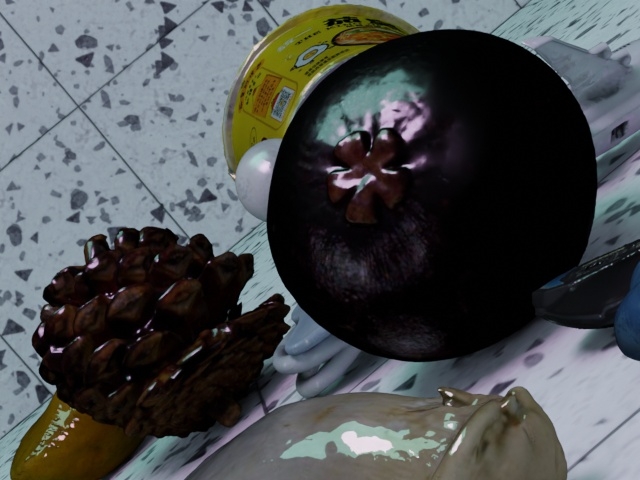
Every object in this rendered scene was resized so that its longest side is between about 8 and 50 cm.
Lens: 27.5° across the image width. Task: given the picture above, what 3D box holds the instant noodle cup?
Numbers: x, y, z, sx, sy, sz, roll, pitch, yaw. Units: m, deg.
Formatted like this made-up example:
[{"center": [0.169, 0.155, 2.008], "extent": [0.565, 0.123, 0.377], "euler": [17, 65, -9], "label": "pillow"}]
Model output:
[{"center": [0.055, -0.122, 1.605], "extent": [0.326, 0.325, 0.254], "euler": [-40, 17, -1], "label": "instant noodle cup"}]

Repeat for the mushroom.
[{"center": [-0.032, 0.187, 0.784], "extent": [0.397, 0.126, 0.177], "euler": [-36, 15, 19], "label": "mushroom"}]

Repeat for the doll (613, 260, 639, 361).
[{"center": [0.204, 0.042, 0.784], "extent": [0.076, 0.050, 0.083], "euler": [-40, 8, 30], "label": "doll"}]

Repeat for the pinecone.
[{"center": [-0.188, 0.104, 1.527], "extent": [0.298, 0.296, 0.242], "euler": [-3, -73, -58], "label": "pinecone"}]

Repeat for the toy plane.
[{"center": [0.258, -0.121, 1.254], "extent": [0.255, 0.101, 0.251], "euler": [-26, -31, -6], "label": "toy plane"}]

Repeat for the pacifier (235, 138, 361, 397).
[{"center": [0.000, 0.000, 1.323], "extent": [0.244, 0.233, 0.299], "euler": [-42, 6, 7], "label": "pacifier"}]

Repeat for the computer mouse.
[{"center": [0.206, 0.028, 0.864], "extent": [0.135, 0.047, 0.079], "euler": [-28, 1, 19], "label": "computer mouse"}]

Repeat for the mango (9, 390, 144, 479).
[{"center": [-0.314, 0.246, 1.752], "extent": [0.151, 0.156, 0.249], "euler": [23, 56, 40], "label": "mango"}]

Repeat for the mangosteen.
[{"center": [0.104, -0.031, 1.070], "extent": [0.275, 0.275, 0.302], "euler": [-37, -25, 20], "label": "mangosteen"}]
